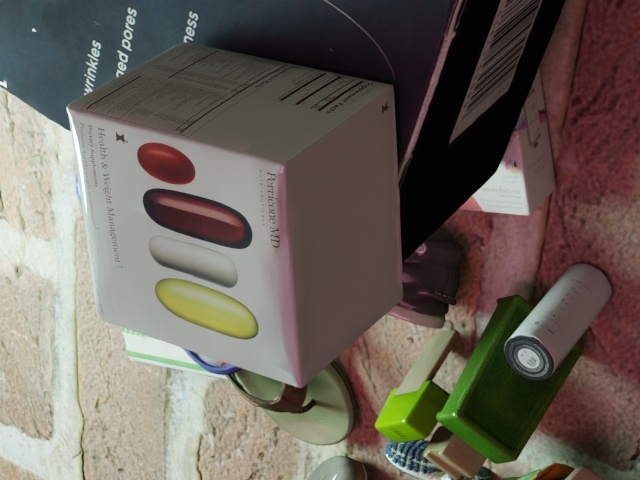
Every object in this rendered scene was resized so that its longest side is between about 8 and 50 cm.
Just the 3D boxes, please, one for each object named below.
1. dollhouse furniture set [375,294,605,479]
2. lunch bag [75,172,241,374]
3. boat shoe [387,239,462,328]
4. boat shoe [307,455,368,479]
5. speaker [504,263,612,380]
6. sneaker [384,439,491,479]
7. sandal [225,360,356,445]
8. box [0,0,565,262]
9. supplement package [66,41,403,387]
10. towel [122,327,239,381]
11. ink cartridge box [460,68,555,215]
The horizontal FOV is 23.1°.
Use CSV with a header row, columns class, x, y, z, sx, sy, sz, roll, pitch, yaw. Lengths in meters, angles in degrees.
class,x,y,z,sx,sy,sz,roll,pitch,yaw
dollhouse furniture set,0.243,0.218,1.693,0.301,0.151,0.197,38,157,-12
lunch bag,-0.097,-0.034,1.624,0.243,0.115,0.303,-38,83,17
boat shoe,0.000,0.000,1.711,0.335,0.112,0.095,20,93,20
boat shoe,0.012,0.405,1.965,0.116,0.123,0.324,12,122,-11
speaker,0.238,0.079,1.556,0.055,0.136,0.055,21,133,25
sneaker,0.132,0.279,1.823,0.135,0.052,0.058,23,133,24
sandal,-0.071,0.143,1.815,0.120,0.086,0.303,-22,123,27
box,-0.037,-0.287,1.326,0.472,0.297,0.480,32,132,15
supplement package,-0.062,-0.025,1.205,0.203,0.149,0.194,15,125,31
towel,-0.159,0.022,1.888,0.248,0.038,0.325,9,121,31
ink cartridge box,0.155,-0.130,1.532,0.115,0.067,0.198,5,120,34
